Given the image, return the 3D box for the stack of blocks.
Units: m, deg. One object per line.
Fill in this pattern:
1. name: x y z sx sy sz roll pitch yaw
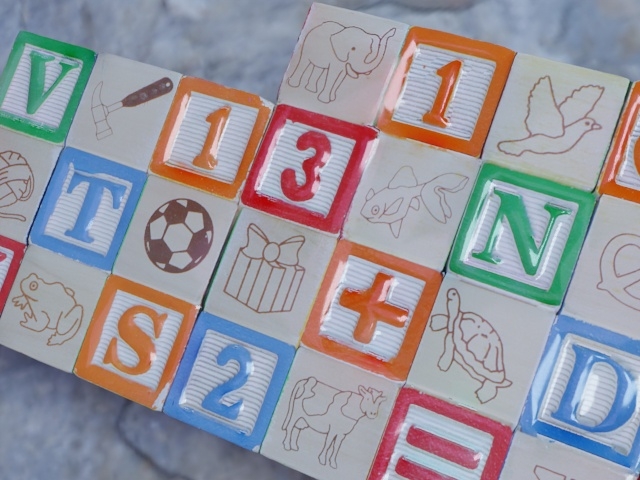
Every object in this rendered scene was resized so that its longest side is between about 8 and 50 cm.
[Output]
1. stack of blocks: 0.000 0.000 0.427 0.297 0.087 0.171 18 85 21
